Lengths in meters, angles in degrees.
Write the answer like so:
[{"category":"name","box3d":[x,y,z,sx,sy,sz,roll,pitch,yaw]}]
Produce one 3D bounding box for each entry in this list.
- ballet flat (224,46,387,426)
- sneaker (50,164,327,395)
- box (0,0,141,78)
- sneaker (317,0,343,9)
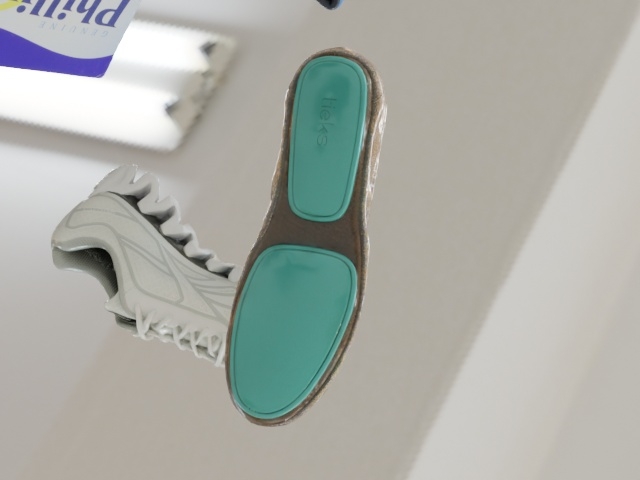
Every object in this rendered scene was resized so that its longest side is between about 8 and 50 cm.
[{"category":"ballet flat","box3d":[0.000,0.000,1.270,0.108,0.106,0.316,16,-89,10]},{"category":"sneaker","box3d":[-0.120,0.060,1.382,0.292,0.110,0.118,38,-132,13]},{"category":"box","box3d":[-0.146,-0.161,0.784,0.072,0.126,0.137,44,-64,31]},{"category":"sneaker","box3d":[-0.037,-0.292,1.403,0.069,0.209,0.082,-16,-130,35]}]
